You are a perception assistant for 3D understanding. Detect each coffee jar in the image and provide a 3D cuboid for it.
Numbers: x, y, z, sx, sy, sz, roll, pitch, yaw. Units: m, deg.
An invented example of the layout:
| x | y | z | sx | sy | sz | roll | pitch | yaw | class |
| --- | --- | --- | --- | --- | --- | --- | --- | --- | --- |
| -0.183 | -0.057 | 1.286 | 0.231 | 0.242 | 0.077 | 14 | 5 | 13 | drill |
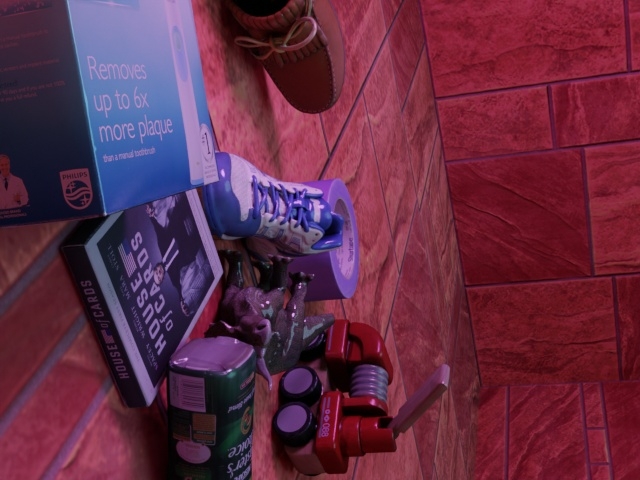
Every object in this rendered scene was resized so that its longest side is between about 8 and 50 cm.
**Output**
| x | y | z | sx | sy | sz | roll | pitch | yaw | class |
| --- | --- | --- | --- | --- | --- | --- | --- | --- | --- |
| -0.109 | 0.196 | 0.872 | 0.096 | 0.079 | 0.184 | -43 | 139 | -70 | coffee jar |

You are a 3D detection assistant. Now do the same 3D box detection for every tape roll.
| x | y | z | sx | sy | sz | roll | pitch | yaw | class |
| --- | --- | --- | --- | --- | --- | --- | --- | --- | --- |
| 0.000 | 0.000 | 1.371 | 0.189 | 0.080 | 0.189 | -5 | 90 | -75 | tape roll |

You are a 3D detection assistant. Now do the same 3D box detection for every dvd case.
| x | y | z | sx | sy | sz | roll | pitch | yaw | class |
| --- | --- | --- | --- | --- | --- | --- | --- | --- | --- |
| -0.166 | 0.021 | 0.874 | 0.238 | 0.029 | 0.179 | -70 | 150 | -58 | dvd case |

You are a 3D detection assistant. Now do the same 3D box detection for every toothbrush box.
| x | y | z | sx | sy | sz | roll | pitch | yaw | class |
| --- | --- | --- | --- | --- | --- | --- | --- | --- | --- |
| -0.192 | -0.171 | 0.673 | 0.216 | 0.126 | 0.295 | -32 | 114 | -72 | toothbrush box |

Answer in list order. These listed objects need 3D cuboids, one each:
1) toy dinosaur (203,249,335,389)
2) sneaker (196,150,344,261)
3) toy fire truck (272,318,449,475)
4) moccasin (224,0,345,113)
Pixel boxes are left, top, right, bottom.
| x | y | z | sx | sy | sz | roll | pitch | yaw | class |
| --- | --- | --- | --- | --- | --- | --- | --- | --- | --- |
| -0.069 | 0.104 | 1.090 | 0.313 | 0.121 | 0.160 | 47 | 52 | -72 | toy dinosaur |
| -0.056 | -0.047 | 1.099 | 0.296 | 0.131 | 0.112 | 30 | 58 | -69 | sneaker |
| 0.070 | 0.207 | 1.239 | 0.158 | 0.246 | 0.217 | 69 | 22 | -44 | toy fire truck |
| -0.062 | -0.320 | 1.160 | 0.380 | 0.139 | 0.147 | 73 | 26 | -44 | moccasin |
